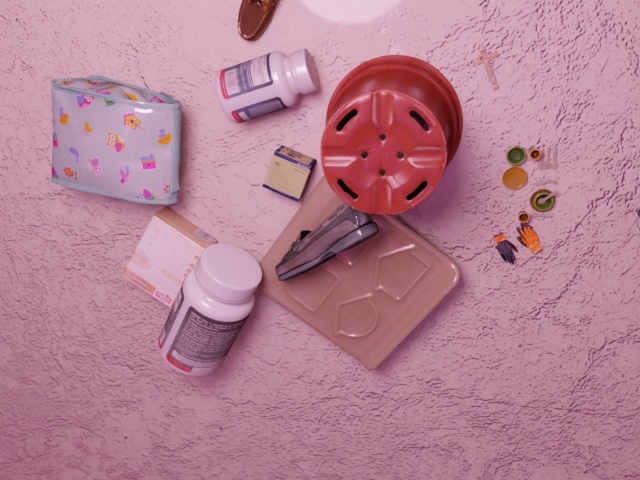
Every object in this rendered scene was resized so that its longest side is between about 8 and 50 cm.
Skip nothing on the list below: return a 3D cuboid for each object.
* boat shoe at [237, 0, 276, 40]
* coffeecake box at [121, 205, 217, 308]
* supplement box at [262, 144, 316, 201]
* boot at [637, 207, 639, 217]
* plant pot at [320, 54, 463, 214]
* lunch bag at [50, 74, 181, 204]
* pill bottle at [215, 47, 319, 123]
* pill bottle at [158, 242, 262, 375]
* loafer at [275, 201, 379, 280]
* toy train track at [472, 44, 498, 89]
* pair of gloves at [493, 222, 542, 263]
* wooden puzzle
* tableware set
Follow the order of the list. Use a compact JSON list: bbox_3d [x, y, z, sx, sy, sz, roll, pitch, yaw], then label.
[{"bbox_3d":[-0.111,-0.457,1.038,0.064,0.060,0.178,31,114,-2],"label":"boat shoe"},{"bbox_3d":[-0.346,0.041,1.280,0.142,0.068,0.185,34,114,-4],"label":"coffeecake box"},{"bbox_3d":[-0.064,-0.139,1.159,0.083,0.056,0.083,23,114,2],"label":"supplement box"},{"bbox_3d":[0.701,-0.042,1.049,0.190,0.069,0.086,27,128,2],"label":"boot"},{"bbox_3d":[0.119,-0.179,0.993,0.272,0.265,0.273,4,112,10],"label":"plant pot"},{"bbox_3d":[-0.401,-0.203,1.147,0.262,0.160,0.224,15,113,11],"label":"lunch bag"},{"bbox_3d":[-0.099,-0.300,1.074,0.180,0.108,0.108,-13,108,16],"label":"pill bottle"},{"bbox_3d":[-0.242,0.154,1.237,0.161,0.161,0.283,30,122,-2],"label":"pill bottle"},{"bbox_3d":[0.000,0.000,1.101,0.267,0.096,0.084,-29,84,39],"label":"loafer"},{"bbox_3d":[0.311,-0.319,1.035,0.048,0.014,0.083,-21,107,18],"label":"toy train track"},{"bbox_3d":[0.405,0.007,1.149,0.083,0.010,0.074,-27,104,21],"label":"pair of gloves"},{"bbox_3d":[0.071,0.067,1.208,0.347,0.080,0.322,38,114,0],"label":"wooden puzzle"},{"bbox_3d":[0.409,-0.109,1.095,0.104,0.024,0.154,0,112,12],"label":"tableware set"}]
